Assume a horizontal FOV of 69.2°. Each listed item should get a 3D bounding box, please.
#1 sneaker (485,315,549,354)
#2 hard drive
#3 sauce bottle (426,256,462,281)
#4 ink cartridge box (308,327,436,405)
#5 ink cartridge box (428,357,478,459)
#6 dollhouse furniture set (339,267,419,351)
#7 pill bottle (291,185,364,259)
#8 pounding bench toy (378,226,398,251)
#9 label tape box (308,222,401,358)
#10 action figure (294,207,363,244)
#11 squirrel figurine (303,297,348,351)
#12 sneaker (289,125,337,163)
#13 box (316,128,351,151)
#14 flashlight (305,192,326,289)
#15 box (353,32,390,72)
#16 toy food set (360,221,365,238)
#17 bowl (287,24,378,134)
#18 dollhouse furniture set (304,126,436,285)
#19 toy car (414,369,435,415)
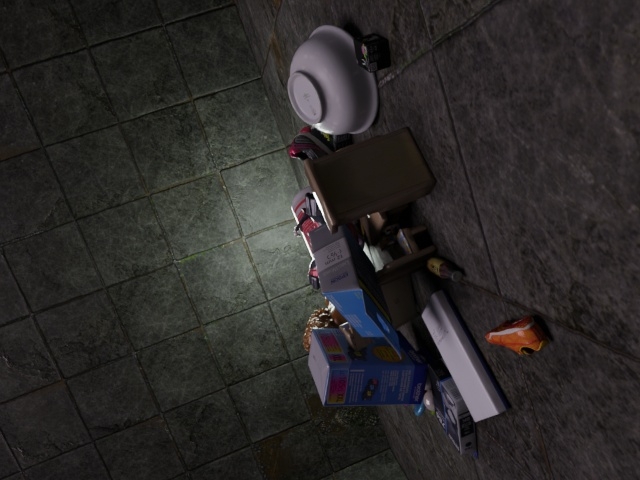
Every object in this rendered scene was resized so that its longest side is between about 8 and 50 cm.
[{"bbox_3d":[0.364,0.188,0.878,0.067,0.064,0.175,58,174,10],"label":"sneaker"},{"bbox_3d":[0.371,0.308,1.232,0.210,0.040,0.319,84,164,-64],"label":"hard drive"},{"bbox_3d":[0.298,0.070,1.115,0.128,0.042,0.042,-139,29,-77],"label":"sauce bottle"},{"bbox_3d":[0.178,0.416,1.555,0.270,0.395,0.151,-130,47,-71],"label":"ink cartridge box"},{"bbox_3d":[0.417,0.542,1.457,0.165,0.065,0.333,-123,14,-57],"label":"ink cartridge box"},{"bbox_3d":[0.140,0.170,1.589,0.303,0.286,0.198,32,144,59],"label":"dollhouse furniture set"},{"bbox_3d":[0.046,-0.028,1.965,0.229,0.229,0.408,84,164,-63],"label":"pill bottle"},{"bbox_3d":[0.207,-0.009,1.436,0.083,0.065,0.052,55,-169,-74],"label":"pounding bench toy"},{"bbox_3d":[0.092,0.140,1.267,0.249,0.115,0.348,52,-161,-41],"label":"label tape box"},{"bbox_3d":[0.072,-0.069,1.597,0.248,0.276,0.370,7,122,30],"label":"action figure"},{"bbox_3d":[0.077,0.333,2.072,0.370,0.397,0.281,31,147,64],"label":"squirrel figurine"},{"bbox_3d":[0.028,-0.251,1.581,0.299,0.112,0.121,37,157,-2],"label":"sneaker"},{"bbox_3d":[0.045,-0.379,1.672,0.270,0.060,0.216,82,166,-60],"label":"box"},{"bbox_3d":[0.000,0.000,1.443,0.103,0.103,0.304,-127,28,-66],"label":"flashlight"},{"bbox_3d":[0.116,-0.426,1.052,0.083,0.052,0.062,-119,12,-52],"label":"box"},{"bbox_3d":[0.166,-0.088,1.537,0.218,0.071,0.128,60,-155,-76],"label":"toy food set"},{"bbox_3d":[0.006,-0.401,1.240,0.298,0.134,0.298,43,152,29],"label":"bowl"},{"bbox_3d":[0.111,-0.087,1.217,0.394,0.256,0.362,92,157,-71],"label":"dollhouse furniture set"},{"bbox_3d":[0.349,0.538,1.649,0.159,0.136,0.182,101,147,-76],"label":"toy car"}]
